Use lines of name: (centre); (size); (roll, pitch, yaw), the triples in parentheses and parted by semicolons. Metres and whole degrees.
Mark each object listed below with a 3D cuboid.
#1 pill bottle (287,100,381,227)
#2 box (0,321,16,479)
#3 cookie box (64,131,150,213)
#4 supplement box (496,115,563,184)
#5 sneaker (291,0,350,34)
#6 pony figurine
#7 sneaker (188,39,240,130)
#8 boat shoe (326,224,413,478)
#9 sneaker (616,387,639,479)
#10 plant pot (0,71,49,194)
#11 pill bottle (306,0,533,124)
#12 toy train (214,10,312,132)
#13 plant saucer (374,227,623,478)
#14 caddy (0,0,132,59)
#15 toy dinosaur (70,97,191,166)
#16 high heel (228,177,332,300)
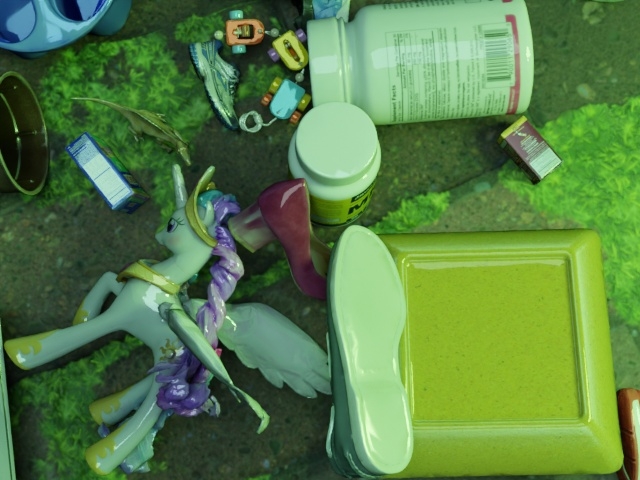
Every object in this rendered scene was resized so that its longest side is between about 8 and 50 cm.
pill bottle: (0.016, -0.096, 1.374); (0.119, 0.208, 0.119); (0, 77, -1)
box: (-0.497, 0.240, 1.396); (0.169, 0.087, 0.289); (-4, 86, -26)
cookie box: (-0.288, -0.090, 1.452); (0.040, 0.092, 0.107); (-39, 85, 2)
supplement box: (0.284, -0.122, 1.450); (0.043, 0.055, 0.083); (-40, 86, -2)
sneaker: (0.000, -0.357, 1.479); (0.085, 0.058, 0.152); (6, 92, -6)
pony figurine: (-0.179, 0.129, 1.363); (0.363, 0.303, 0.351); (-43, 76, 13)
sneaker: (-0.134, -0.219, 1.478); (0.058, 0.052, 0.135); (-22, 86, -7)
boat shoe: (0.040, 0.137, 1.323); (0.116, 0.099, 0.319); (12, 62, -35)
sneaker: (0.460, 0.293, 1.404); (0.128, 0.087, 0.221); (-10, 97, -7)
plant pot: (-0.476, -0.131, 1.435); (0.165, 0.167, 0.166); (-8, 85, 9)
pill bottle: (0.128, -0.236, 1.413); (0.283, 0.160, 0.160); (-4, 85, 2)
toy train: (-0.075, -0.234, 1.468); (0.125, 0.046, 0.166); (-8, 95, -2)
plant saucer: (0.217, 0.133, 1.381); (0.333, 0.081, 0.332); (-2, 72, 2)
caddy: (-0.392, -0.410, 1.440); (0.241, 0.179, 0.341); (-18, 85, 2)
toy dinosaur: (-0.241, -0.162, 1.455); (0.183, 0.092, 0.053); (30, 86, 4)
high heel: (0.000, 0.000, 1.366); (0.117, 0.244, 0.082); (-30, 44, 24)
